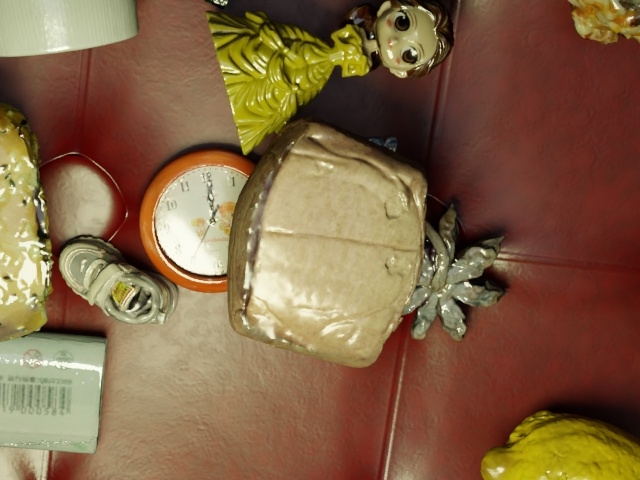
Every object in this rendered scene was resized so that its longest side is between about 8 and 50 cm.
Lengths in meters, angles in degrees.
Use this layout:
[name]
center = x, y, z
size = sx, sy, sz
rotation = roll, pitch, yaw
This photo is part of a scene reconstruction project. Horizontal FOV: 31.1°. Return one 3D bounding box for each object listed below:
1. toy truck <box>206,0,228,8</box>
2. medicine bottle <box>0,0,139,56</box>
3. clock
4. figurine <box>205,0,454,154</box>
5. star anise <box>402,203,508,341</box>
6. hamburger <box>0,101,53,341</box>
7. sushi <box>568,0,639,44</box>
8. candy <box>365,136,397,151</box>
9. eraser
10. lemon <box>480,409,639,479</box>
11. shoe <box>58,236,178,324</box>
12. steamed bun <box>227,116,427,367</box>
[toy truck]
center = -0.112, -0.442, 1.523
size = 0.121, 0.088, 0.259
rotation = 28, 96, -12
[medicine bottle]
center = -0.345, -0.395, 1.423
size = 0.245, 0.245, 0.306
rotation = -8, 109, -5
[clock]
center = -0.151, -0.027, 1.618
size = 0.205, 0.051, 0.205
rotation = -1, 99, -8
[figurine]
center = 0.024, -0.249, 1.533
size = 0.315, 0.168, 0.187
rotation = -15, 76, -2
[star anise]
center = 0.157, 0.042, 1.655
size = 0.230, 0.081, 0.262
rotation = -28, 106, 10
[hamburger]
center = -0.487, -0.023, 1.510
size = 0.277, 0.195, 0.318
rotation = -8, 100, -7
[sushi]
center = 0.449, -0.472, 1.534
size = 0.418, 0.176, 0.417
rotation = -1, 102, -6
[candy]
center = 0.068, -0.131, 1.638
size = 0.083, 0.020, 0.030
rotation = -9, 101, -4
[eraser]
center = -0.422, 0.211, 1.621
size = 0.227, 0.081, 0.174
rotation = 6, 104, -9
[lemon]
center = 0.377, 0.379, 1.667
size = 0.320, 0.245, 0.245
rotation = 28, 97, -6
[shoe]
center = -0.285, 0.068, 1.600
size = 0.180, 0.092, 0.089
rotation = 30, 97, -11
[steamed bun]
center = 0.000, 0.000, 1.537
size = 0.252, 0.199, 0.301
rotation = 16, 92, -11
